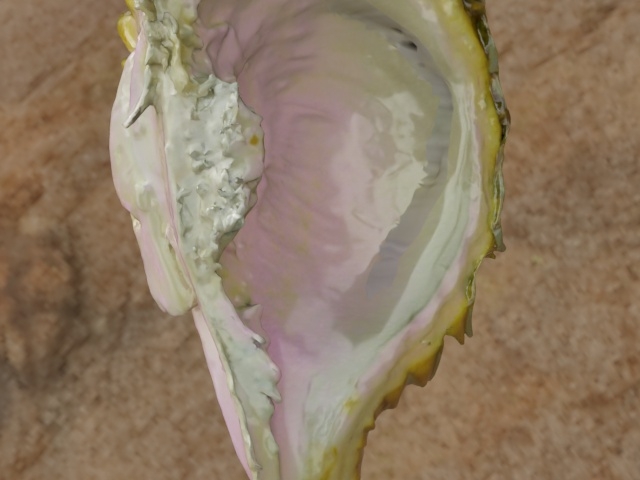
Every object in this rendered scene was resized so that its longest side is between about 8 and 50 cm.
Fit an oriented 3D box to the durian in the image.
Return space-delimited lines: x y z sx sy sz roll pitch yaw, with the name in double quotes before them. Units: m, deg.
"durian" -0.012 0.000 0.450 0.078 0.140 0.224 7 99 49
